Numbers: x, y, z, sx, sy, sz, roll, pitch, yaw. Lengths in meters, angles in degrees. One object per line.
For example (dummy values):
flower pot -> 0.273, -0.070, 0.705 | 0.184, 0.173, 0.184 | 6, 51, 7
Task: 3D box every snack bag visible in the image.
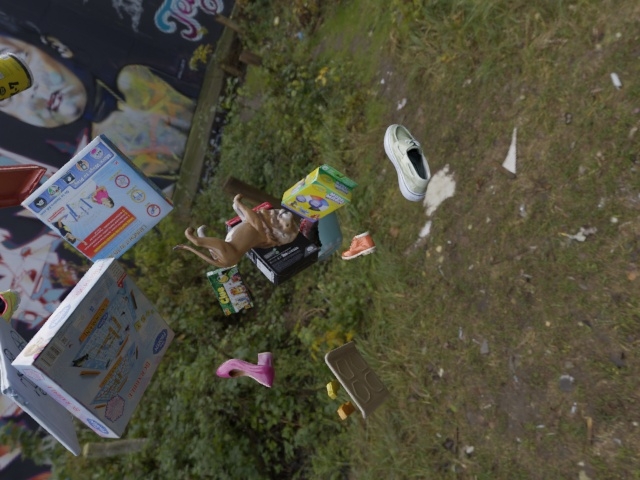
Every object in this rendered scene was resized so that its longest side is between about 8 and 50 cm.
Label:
snack bag -> -0.732, 0.368, 1.092 | 0.342, 0.037, 0.323 | 34, 146, 42

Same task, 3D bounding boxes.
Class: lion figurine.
lion figurine -> -0.271, -0.008, 1.459 | 0.392, 0.240, 0.142 | -41, -1, -26

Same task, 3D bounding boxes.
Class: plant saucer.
plant saucer -> -1.203, -0.202, 1.596 | 0.258, 0.048, 0.259 | -36, -3, 29

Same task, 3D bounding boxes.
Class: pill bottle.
pill bottle -> -1.039, -0.502, 1.356 | 0.119, 0.119, 0.208 | -46, 10, 46

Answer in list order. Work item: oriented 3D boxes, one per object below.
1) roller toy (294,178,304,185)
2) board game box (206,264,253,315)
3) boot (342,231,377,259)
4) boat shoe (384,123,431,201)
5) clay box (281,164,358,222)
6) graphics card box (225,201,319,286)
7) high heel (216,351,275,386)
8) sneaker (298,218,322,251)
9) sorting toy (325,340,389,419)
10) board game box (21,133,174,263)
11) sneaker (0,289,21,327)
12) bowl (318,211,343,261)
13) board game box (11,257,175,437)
roller toy -> -0.053, -0.233, 2.330 | 0.209, 0.191, 0.146 | -44, 60, 22
board game box -> -0.397, 0.222, 1.906 | 0.030, 0.136, 0.260 | -112, 7, -51
boot -> 0.134, 0.021, 1.587 | 0.158, 0.059, 0.085 | -24, 90, 40
boat shoe -> 0.279, -0.260, 1.322 | 0.094, 0.109, 0.302 | 120, 146, -50
clay box -> -0.005, -0.135, 1.269 | 0.222, 0.127, 0.053 | -27, 43, 51
graphics card box -> -0.210, 0.006, 1.849 | 0.371, 0.232, 0.094 | 40, 145, 29
high heel -> -0.264, 0.474, 1.490 | 0.244, 0.082, 0.117 | -17, 50, 17
sneaker -> -0.044, -0.014, 1.979 | 0.097, 0.135, 0.276 | -33, -30, -49
sorting toy -> 0.097, 0.459, 1.388 | 0.041, 0.307, 0.229 | -43, 70, 23
board game box -> -0.684, -0.118, 1.351 | 0.308, 0.302, 0.086 | -42, 25, -2
sneaker -> -1.043, 0.259, 1.374 | 0.094, 0.081, 0.209 | 144, 135, -76
bowl -> 0.000, 0.000, 2.292 | 0.163, 0.311, 0.311 | 55, 135, 13
board game box -> -0.533, 0.266, 1.075 | 0.065, 0.318, 0.319 | -6, 38, 19
